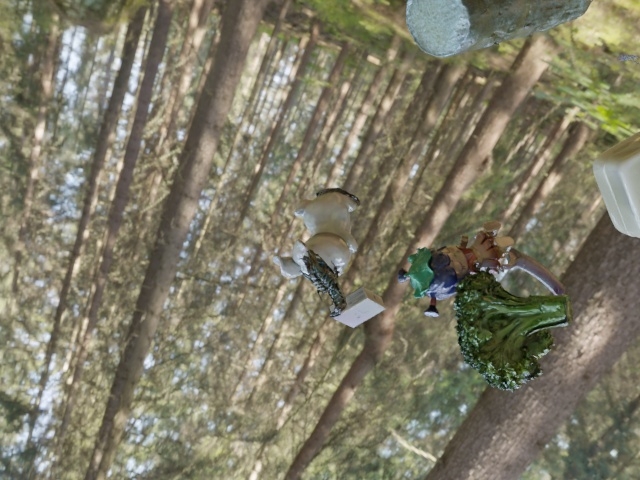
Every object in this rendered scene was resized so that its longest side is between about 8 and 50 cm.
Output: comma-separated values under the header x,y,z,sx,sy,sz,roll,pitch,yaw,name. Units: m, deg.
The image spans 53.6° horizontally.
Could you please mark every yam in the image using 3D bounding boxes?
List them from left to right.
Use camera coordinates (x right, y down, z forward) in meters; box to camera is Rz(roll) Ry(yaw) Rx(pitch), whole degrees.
x,y,z,sx,sy,sz,roll,pitch,yaw,name
0.320,-0.400,1.085,0.330,0.133,0.133,-15,-138,-17,yam

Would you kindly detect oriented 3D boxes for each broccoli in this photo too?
x,y,z,sx,sy,sz,roll,pitch,yaw,name
0.318,0.132,1.029,0.194,0.194,0.220,15,-118,-18,broccoli

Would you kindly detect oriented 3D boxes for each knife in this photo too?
x,y,z,sx,sy,sz,roll,pitch,yaw,name
0.466,0.070,1.414,0.278,0.053,0.123,26,-146,-28,knife

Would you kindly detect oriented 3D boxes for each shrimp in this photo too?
x,y,z,sx,sy,sz,roll,pitch,yaw,name
0.009,0.099,1.454,0.076,0.082,0.174,-1,-125,-50,shrimp

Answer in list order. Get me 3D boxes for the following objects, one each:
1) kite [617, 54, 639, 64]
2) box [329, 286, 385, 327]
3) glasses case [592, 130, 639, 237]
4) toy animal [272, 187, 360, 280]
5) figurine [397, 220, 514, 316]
x,y,z,sx,sy,sz,roll,pitch,yaw,name
0.630,-0.367,1.293,0.044,0.002,0.078,6,179,33,kite
0.118,0.212,2.004,0.129,0.130,0.051,33,-150,-52,box
0.549,-0.130,0.896,0.131,0.312,0.070,61,177,-17,glasses case
0.007,0.002,1.922,0.247,0.182,0.310,35,-121,-26,toy animal
0.240,0.049,1.116,0.195,0.102,0.111,-18,-132,-10,figurine
